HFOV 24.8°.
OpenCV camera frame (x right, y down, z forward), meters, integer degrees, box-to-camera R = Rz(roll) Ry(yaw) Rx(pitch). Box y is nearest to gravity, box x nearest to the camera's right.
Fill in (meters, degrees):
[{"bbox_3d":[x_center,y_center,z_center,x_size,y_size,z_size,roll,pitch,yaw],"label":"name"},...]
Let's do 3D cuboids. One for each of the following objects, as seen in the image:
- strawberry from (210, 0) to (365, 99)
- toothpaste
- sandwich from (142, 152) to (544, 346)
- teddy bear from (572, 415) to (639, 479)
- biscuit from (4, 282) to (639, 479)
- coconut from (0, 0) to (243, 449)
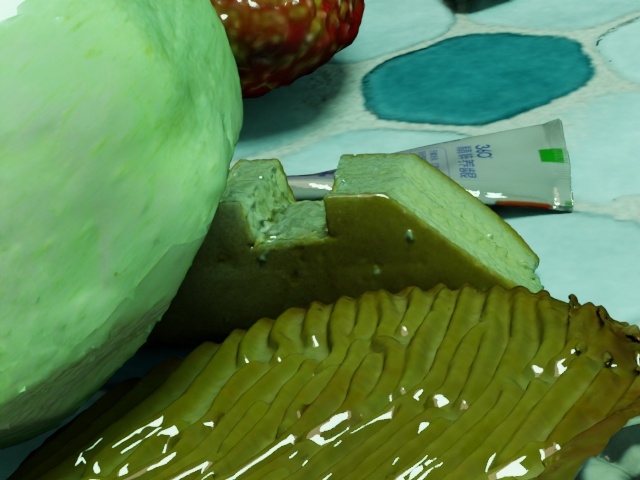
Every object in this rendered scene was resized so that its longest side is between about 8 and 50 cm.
[{"bbox_3d":[-0.124,-0.215,1.090,0.292,0.292,0.343,-13,40,-2],"label":"strawberry"},{"bbox_3d":[0.003,-0.030,0.897,0.301,0.048,0.075,-7,18,5],"label":"toothpaste"},{"bbox_3d":[0.000,0.000,0.795,0.245,0.088,0.090,-5,25,14],"label":"sandwich"},{"bbox_3d":[0.197,0.114,0.457,0.251,0.144,0.171,3,18,22],"label":"teddy bear"},{"bbox_3d":[-0.010,0.099,0.616,0.318,0.040,0.318,-18,19,6],"label":"biscuit"},{"bbox_3d":[-0.203,-0.026,0.695,0.328,0.281,0.328,-23,26,12],"label":"coconut"}]
